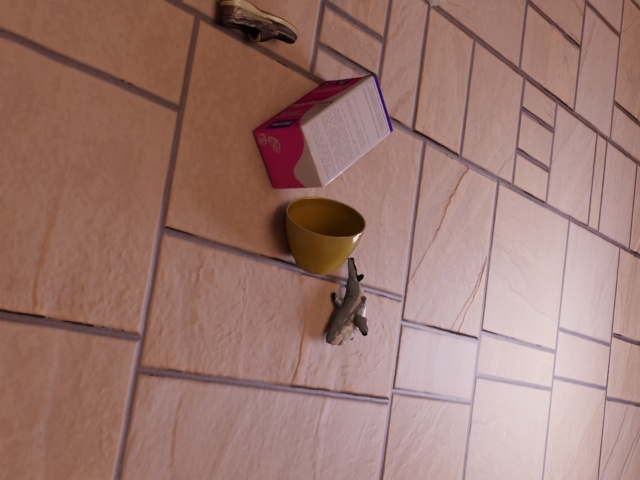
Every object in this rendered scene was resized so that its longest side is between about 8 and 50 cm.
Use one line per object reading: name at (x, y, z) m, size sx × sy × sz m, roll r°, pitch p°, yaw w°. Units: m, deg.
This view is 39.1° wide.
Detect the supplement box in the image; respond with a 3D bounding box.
supplement box at (0.009, -0.182, 1.503) m, size 0.220 × 0.111 × 0.114 m, roll -43°, pitch 122°, yaw -41°

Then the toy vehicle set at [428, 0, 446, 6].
toy vehicle set at (0.204, -0.624, 1.788) m, size 0.267 × 0.035 × 0.166 m, roll 50°, pitch 55°, yaw -39°

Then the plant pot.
plant pot at (0.000, 0.000, 1.501) m, size 0.134 × 0.134 × 0.095 m, roll -25°, pitch 137°, yaw -48°

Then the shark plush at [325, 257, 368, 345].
shark plush at (0.051, 0.109, 1.609) m, size 0.067 × 0.073 × 0.161 m, roll 13°, pitch 85°, yaw -19°

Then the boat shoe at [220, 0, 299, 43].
boat shoe at (-0.099, -0.336, 1.419) m, size 0.152 × 0.056 × 0.049 m, roll 16°, pitch 83°, yaw -40°
